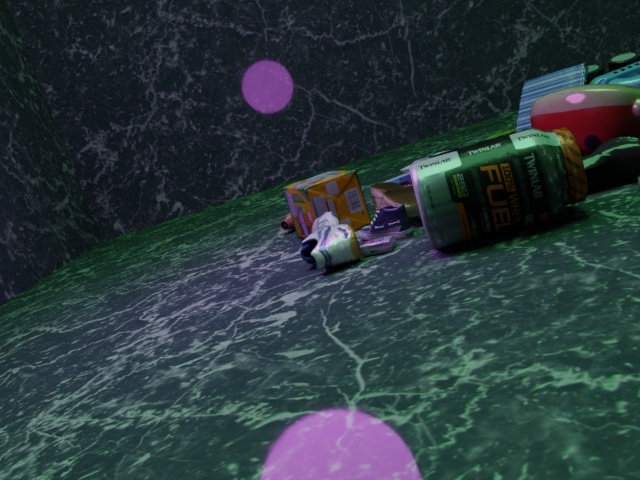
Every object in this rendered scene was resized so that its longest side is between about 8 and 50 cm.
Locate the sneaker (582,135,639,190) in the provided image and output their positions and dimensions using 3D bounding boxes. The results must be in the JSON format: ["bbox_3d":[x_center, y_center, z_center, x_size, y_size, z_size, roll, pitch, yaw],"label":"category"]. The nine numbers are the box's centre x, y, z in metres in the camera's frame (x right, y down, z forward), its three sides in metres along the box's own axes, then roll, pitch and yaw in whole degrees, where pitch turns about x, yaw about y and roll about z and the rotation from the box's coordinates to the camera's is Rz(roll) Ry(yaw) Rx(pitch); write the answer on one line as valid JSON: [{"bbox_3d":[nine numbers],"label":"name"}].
[{"bbox_3d":[0.634,-0.157,1.386,0.286,0.109,0.130,-15,20,46],"label":"sneaker"}]

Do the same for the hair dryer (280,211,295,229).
[{"bbox_3d":[-0.007,-0.106,2.082,0.293,0.080,0.223,-20,13,-10],"label":"hair dryer"}]

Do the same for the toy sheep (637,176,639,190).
[{"bbox_3d":[0.660,-0.108,1.120,0.091,0.091,0.132,-20,11,-10],"label":"toy sheep"}]

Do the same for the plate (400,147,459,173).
[{"bbox_3d":[0.516,-0.328,2.410,0.278,0.045,0.277,-28,15,-38],"label":"plate"}]

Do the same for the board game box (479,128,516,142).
[{"bbox_3d":[0.765,-0.430,2.507,0.092,0.043,0.181,-4,18,46],"label":"board game box"}]

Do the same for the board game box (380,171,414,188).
[{"bbox_3d":[0.364,-0.207,1.858,0.336,0.079,0.254,-18,5,41],"label":"board game box"}]

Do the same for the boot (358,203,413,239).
[{"bbox_3d":[0.167,-0.052,1.569,0.069,0.086,0.190,-27,15,-38],"label":"boot"}]

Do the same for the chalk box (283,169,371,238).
[{"bbox_3d":[0.004,-0.112,1.862,0.179,0.180,0.289,-22,11,-18],"label":"chalk box"}]

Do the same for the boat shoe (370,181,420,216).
[{"bbox_3d":[0.222,-0.100,1.695,0.109,0.098,0.302,-10,16,-12],"label":"boat shoe"}]

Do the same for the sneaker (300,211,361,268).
[{"bbox_3d":[0.000,0.000,1.522,0.131,0.112,0.296,-20,12,-10],"label":"sneaker"}]

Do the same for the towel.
[{"bbox_3d":[0.812,-0.453,2.067,0.243,0.040,0.336,-8,59,46],"label":"towel"}]

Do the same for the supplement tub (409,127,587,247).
[{"bbox_3d":[0.380,-0.119,1.275,0.338,0.207,0.207,-16,12,12],"label":"supplement tub"}]

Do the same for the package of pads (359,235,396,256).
[{"bbox_3d":[0.142,0.014,1.444,0.083,0.032,0.050,-13,10,23],"label":"package of pads"}]

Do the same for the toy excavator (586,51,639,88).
[{"bbox_3d":[1.153,-0.503,1.985,0.433,0.222,0.445,-20,25,-2],"label":"toy excavator"}]

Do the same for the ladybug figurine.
[{"bbox_3d":[0.713,-0.293,1.537,0.305,0.162,0.449,12,2,1],"label":"ladybug figurine"}]
